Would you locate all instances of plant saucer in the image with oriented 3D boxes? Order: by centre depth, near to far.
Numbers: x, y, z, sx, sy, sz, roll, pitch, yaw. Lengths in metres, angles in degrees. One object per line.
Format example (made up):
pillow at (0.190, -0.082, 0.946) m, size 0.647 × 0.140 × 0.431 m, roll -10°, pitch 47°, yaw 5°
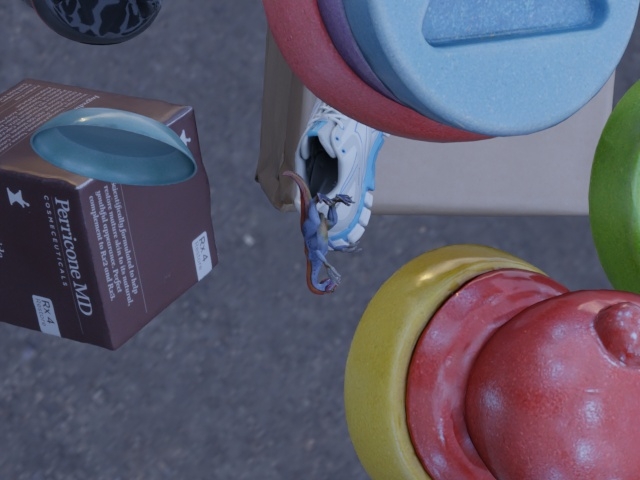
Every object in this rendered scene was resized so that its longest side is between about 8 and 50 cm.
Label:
plant saucer at (-0.145, -0.069, 1.220) m, size 0.119 × 0.119 × 0.021 m, roll 17°, pitch 71°, yaw -27°

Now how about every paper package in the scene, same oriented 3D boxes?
paper package at (0.113, -0.182, 1.693) m, size 0.325 × 0.168 × 0.309 m, roll 1°, pitch 101°, yaw -15°

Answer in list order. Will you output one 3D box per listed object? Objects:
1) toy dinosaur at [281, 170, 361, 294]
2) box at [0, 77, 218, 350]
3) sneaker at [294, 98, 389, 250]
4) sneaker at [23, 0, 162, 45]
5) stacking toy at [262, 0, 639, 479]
toy dinosaur at (0.000, 0.000, 1.375) m, size 0.090 × 0.082 × 0.047 m, roll 39°, pitch 30°, yaw 29°
box at (-0.228, -0.029, 1.548) m, size 0.167 × 0.203 × 0.168 m, roll -41°, pitch 133°, yaw -45°
sneaker at (0.016, -0.093, 1.477) m, size 0.083 × 0.071 × 0.191 m, roll 43°, pitch 50°, yaw -58°
sneaker at (-0.126, -0.250, 0.969) m, size 0.097 × 0.135 × 0.276 m, roll 9°, pitch 94°, yaw -32°
stacking toy at (0.133, -0.050, 0.717) m, size 0.279 × 0.130 × 0.309 m, roll -22°, pitch 105°, yaw -28°
